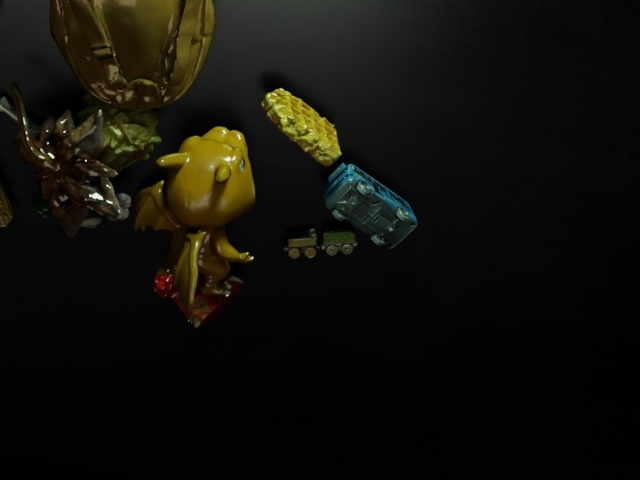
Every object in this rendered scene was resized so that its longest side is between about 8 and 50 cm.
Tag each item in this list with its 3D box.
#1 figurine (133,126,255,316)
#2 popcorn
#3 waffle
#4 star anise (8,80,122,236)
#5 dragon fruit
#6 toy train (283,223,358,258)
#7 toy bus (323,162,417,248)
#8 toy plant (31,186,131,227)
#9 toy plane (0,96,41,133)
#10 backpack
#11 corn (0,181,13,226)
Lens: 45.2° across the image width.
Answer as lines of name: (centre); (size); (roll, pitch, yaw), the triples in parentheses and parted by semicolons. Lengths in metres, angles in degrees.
figurine: (-0.284, -0.047, 1.836); (0.268, 0.401, 0.387); (0, 124, -23)
popcorn: (-0.460, -0.245, 1.763); (0.188, 0.167, 0.185); (-1, 147, -12)
waffle: (-0.050, -0.277, 1.814); (0.211, 0.160, 0.055); (34, 115, -28)
star anise: (-0.561, -0.169, 1.661); (0.293, 0.109, 0.349); (2, 108, 19)
dragon fruit: (-0.307, 0.115, 2.038); (0.161, 0.274, 0.126); (39, 105, 4)
toy train: (0.000, 0.000, 2.086); (0.202, 0.060, 0.081); (-4, 119, -5)
toy bus: (0.125, -0.092, 1.989); (0.246, 0.134, 0.113); (32, 118, -28)
toy plant: (-0.582, -0.091, 1.872); (0.233, 0.112, 0.243); (8, 165, -15)
toy plane: (-0.657, -0.247, 1.813); (0.273, 0.107, 0.182); (35, 159, -8)
backpack: (-0.398, -0.465, 1.606); (0.354, 0.201, 0.377); (5, 122, -13)
corn: (-0.819, -0.141, 1.846); (0.093, 0.093, 0.244); (-9, 127, -1)
